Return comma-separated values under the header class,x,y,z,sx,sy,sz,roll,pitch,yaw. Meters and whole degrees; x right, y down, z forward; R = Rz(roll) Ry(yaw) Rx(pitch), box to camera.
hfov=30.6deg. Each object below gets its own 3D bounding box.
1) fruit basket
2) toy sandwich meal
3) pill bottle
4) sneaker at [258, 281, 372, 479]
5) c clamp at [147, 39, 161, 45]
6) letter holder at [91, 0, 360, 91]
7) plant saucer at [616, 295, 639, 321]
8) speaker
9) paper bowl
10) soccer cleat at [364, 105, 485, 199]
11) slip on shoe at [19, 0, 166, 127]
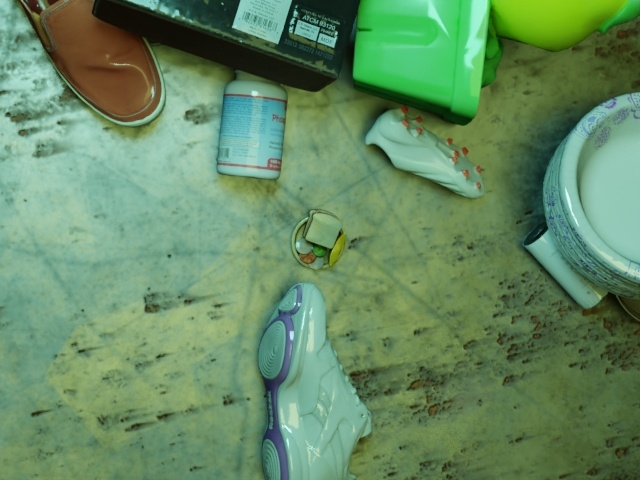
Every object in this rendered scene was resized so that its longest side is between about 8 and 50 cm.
class,x,y,z,sx,sy,sz,roll,pitch,yaw
fruit basket,0.231,-0.335,1.532,0.392,0.283,0.391,0,93,2
toy sandwich meal,0.000,0.000,1.633,0.086,0.029,0.085,-1,93,-12
pill bottle,-0.090,-0.164,1.574,0.087,0.087,0.160,5,93,-13
sneaker,-0.005,0.206,1.619,0.152,0.114,0.305,-2,98,-26
c clamp,-0.263,-0.330,1.559,0.161,0.022,0.137,10,91,-12
letter holder,-0.124,-0.302,1.485,0.302,0.214,0.152,17,82,-13
plant saucer,0.499,0.044,1.738,0.169,0.029,0.168,1,88,-15
speaker,0.357,0.035,1.701,0.136,0.055,0.055,45,84,-11
paper bowl,0.453,-0.055,1.646,0.284,0.148,0.284,2,74,-7
soccer cleat,0.150,-0.115,1.648,0.196,0.068,0.076,35,128,-24
slip on shoe,-0.317,-0.286,1.499,0.123,0.101,0.331,-32,99,5
